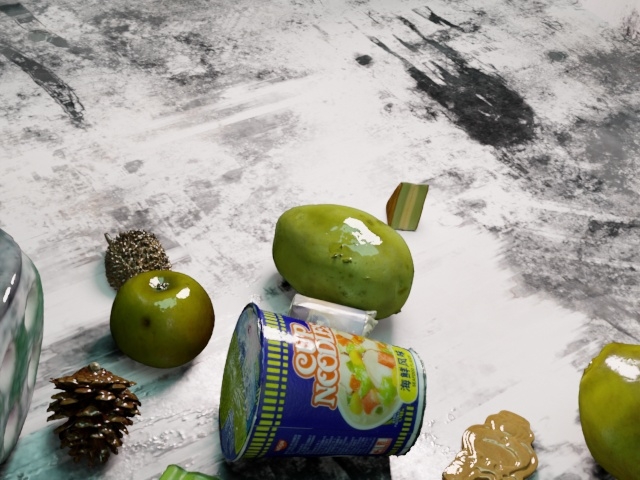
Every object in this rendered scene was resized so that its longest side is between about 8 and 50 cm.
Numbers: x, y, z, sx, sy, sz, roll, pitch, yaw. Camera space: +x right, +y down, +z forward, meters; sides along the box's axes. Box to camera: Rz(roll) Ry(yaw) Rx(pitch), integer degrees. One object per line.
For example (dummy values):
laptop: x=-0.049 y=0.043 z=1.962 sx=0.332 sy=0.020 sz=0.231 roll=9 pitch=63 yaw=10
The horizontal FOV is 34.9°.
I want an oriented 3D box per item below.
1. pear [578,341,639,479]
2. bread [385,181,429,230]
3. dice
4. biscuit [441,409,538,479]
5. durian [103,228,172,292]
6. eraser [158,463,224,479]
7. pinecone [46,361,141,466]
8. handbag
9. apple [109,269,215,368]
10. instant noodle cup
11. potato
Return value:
pear: x=0.610 y=0.327 z=1.842 sx=0.269 sy=0.269 sz=0.321 roll=-28 pitch=68 yaw=-37
bread: x=0.196 y=-0.100 z=2.303 sx=0.074 sy=0.139 sz=0.084 roll=4 pitch=42 yaw=-7
dice: x=-0.642 y=0.173 z=1.640 sx=0.330 sy=0.348 sz=0.328 roll=9 pitch=39 yaw=-5
biscuit: x=0.319 y=0.396 z=1.852 sx=0.144 sy=0.040 sz=0.236 roll=29 pitch=46 yaw=11
durian: x=-0.377 y=0.027 z=2.061 sx=0.188 sy=0.091 sz=0.148 roll=36 pitch=46 yaw=28
eraser: x=-0.211 y=0.495 z=1.570 sx=0.210 sy=0.092 sz=0.274 roll=19 pitch=43 yaw=10
pinecone: x=-0.382 y=0.293 z=1.716 sx=0.174 sy=0.173 sz=0.173 roll=7 pitch=41 yaw=-6
handbag: x=0.018 y=0.178 z=1.962 sx=0.173 sy=0.117 sz=0.095 roll=12 pitch=22 yaw=-3
apple: x=-0.294 y=0.142 z=1.902 sx=0.196 sy=0.157 sz=0.196 roll=4 pitch=33 yaw=-3
instant noodle cup: x=0.005 y=0.265 z=1.771 sx=0.312 sy=0.284 sz=0.284 roll=10 pitch=40 yaw=-16
potato: x=0.046 y=0.040 z=2.058 sx=0.304 sy=0.216 sz=0.216 roll=22 pitch=41 yaw=23
